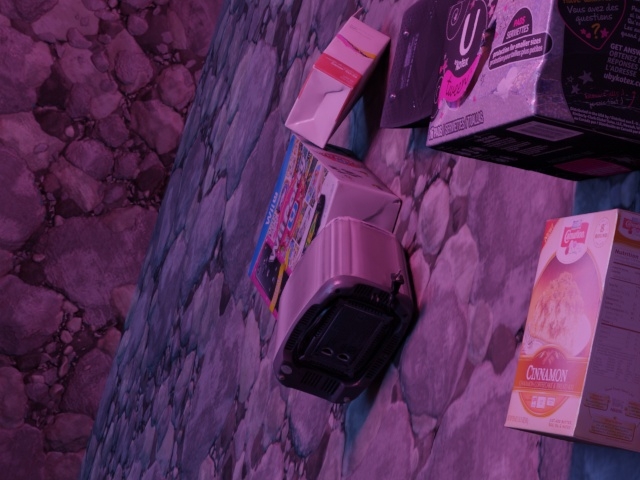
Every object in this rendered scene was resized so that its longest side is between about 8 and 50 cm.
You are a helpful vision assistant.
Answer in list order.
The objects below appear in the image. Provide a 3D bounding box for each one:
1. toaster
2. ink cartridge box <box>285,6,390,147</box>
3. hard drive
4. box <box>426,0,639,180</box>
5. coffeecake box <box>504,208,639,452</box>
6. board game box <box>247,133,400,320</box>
[{"bbox_3d":[0.029,0.074,1.926,0.146,0.129,0.227,-92,27,-51],"label":"toaster"},{"bbox_3d":[0.032,-0.230,2.230,0.115,0.067,0.198,-62,-3,40],"label":"ink cartridge box"},{"bbox_3d":[0.144,-0.217,1.910,0.254,0.054,0.172,170,113,-74],"label":"hard drive"},{"bbox_3d":[0.213,-0.144,1.387,0.247,0.163,0.142,168,113,-73],"label":"box"},{"bbox_3d":[0.226,0.074,1.329,0.142,0.068,0.185,167,116,-74],"label":"coffeecake box"},{"bbox_3d":[0.000,0.000,2.162,0.303,0.097,0.224,-128,54,-72],"label":"board game box"}]
